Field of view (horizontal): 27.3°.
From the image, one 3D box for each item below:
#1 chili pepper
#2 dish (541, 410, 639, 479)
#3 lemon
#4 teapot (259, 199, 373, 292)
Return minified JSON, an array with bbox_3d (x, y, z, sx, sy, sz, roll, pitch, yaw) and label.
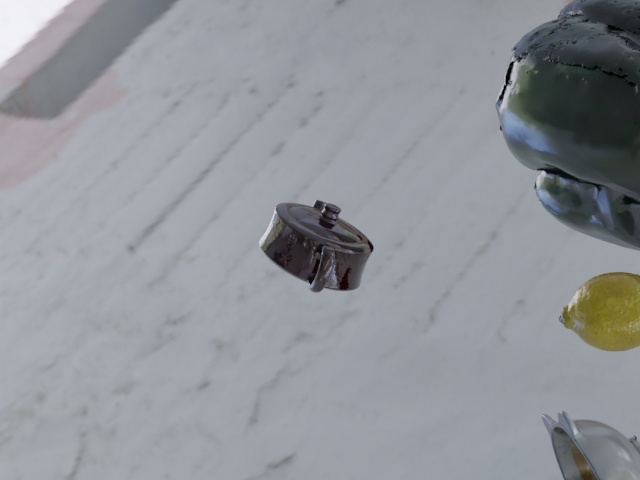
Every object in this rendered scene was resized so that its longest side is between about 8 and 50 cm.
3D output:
[{"bbox_3d":[0.319,-0.117,1.289,0.233,0.248,0.257,-53,-145,-8],"label":"chili pepper"},{"bbox_3d":[0.364,0.293,1.629,0.086,0.236,0.228,-24,-137,-6],"label":"dish"},{"bbox_3d":[0.225,0.055,1.012,0.083,0.062,0.062,-7,-143,9],"label":"lemon"},{"bbox_3d":[0.000,0.000,0.801,0.100,0.068,0.045,-102,-148,-69],"label":"teapot"}]
